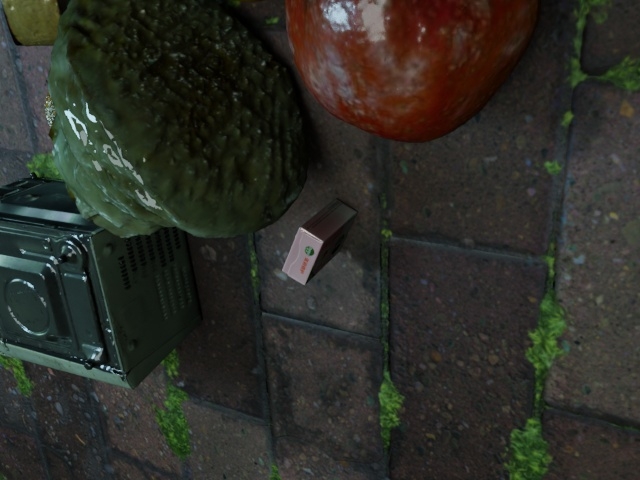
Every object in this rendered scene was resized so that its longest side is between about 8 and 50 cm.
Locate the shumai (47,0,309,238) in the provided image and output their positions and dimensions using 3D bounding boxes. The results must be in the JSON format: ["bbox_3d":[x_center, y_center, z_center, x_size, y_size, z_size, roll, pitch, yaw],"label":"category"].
[{"bbox_3d":[-0.240,-0.149,0.982,0.323,0.324,0.398,-31,97,45],"label":"shumai"}]

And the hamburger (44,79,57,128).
[{"bbox_3d":[-0.401,-0.219,1.161,0.189,0.093,0.164,14,119,22],"label":"hamburger"}]

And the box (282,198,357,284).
[{"bbox_3d":[0.000,0.000,1.018,0.043,0.125,0.089,32,126,12],"label":"box"}]

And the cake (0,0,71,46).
[{"bbox_3d":[-0.407,-0.407,1.042,0.185,0.178,0.208,93,155,-43],"label":"cake"}]

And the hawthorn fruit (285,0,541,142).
[{"bbox_3d":[0.097,-0.256,0.767,0.284,0.284,0.284,13,119,24],"label":"hawthorn fruit"}]

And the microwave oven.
[{"bbox_3d":[-0.466,0.070,1.244,0.394,0.247,0.333,7,117,27],"label":"microwave oven"}]
